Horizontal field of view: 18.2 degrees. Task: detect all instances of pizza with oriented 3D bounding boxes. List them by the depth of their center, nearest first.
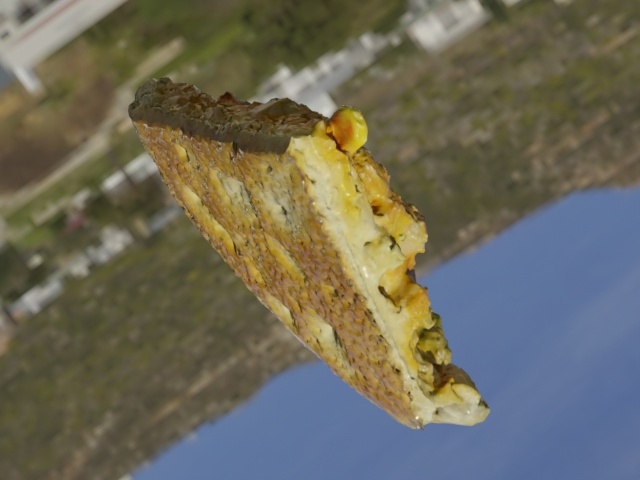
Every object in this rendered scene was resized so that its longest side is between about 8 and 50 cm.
[{"bbox_3d":[-0.014,0.004,1.428,0.087,0.258,0.268,-36,-152,-24],"label":"pizza"}]
